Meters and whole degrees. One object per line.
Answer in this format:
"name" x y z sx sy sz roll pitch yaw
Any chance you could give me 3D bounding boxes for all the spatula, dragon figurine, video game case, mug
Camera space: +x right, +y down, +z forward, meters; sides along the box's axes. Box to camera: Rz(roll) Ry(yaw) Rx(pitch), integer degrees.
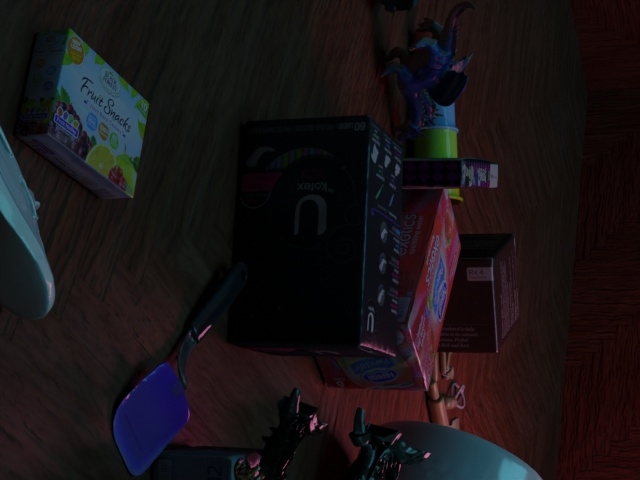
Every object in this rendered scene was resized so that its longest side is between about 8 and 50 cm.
"spatula" -0.136 0.114 1.177 0.296 0.030 0.084 -64 143 -50
"dragon figurine" 0.195 -0.277 1.826 0.144 0.289 0.085 36 41 -16
"video game case" 0.108 -0.091 1.544 0.210 0.232 0.042 -8 98 -69
"mug" 0.126 0.477 1.563 0.374 0.276 0.328 111 3 -59

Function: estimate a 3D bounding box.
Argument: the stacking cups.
"stacking cups" 0.205 -0.221 2.003 0.096 0.096 0.316 25 64 -67

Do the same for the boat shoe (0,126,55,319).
"boat shoe" -0.247 -0.026 0.869 0.184 0.066 0.063 66 30 -26

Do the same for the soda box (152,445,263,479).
"soda box" -0.112 0.355 1.139 0.098 0.091 0.286 15 75 -69

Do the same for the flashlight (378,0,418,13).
"flashlight" 0.163 -0.468 1.889 0.304 0.103 0.103 -64 149 -52

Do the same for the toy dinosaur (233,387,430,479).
"toy dinosaur" -0.006 0.276 1.107 0.322 0.164 0.218 96 17 -69

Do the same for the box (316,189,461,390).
"box" 0.096 0.058 1.616 0.300 0.154 0.142 -71 152 -44

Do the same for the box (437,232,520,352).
"box" 0.246 0.088 1.974 0.203 0.168 0.167 -32 119 -65

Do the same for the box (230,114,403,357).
"box" 0.000 0.000 1.348 0.143 0.165 0.270 27 63 -67

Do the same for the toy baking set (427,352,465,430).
"toy baking set" 0.246 0.297 2.152 0.197 0.030 0.256 -57 140 -56

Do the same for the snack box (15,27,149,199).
"snack box" -0.207 -0.108 0.998 0.141 0.037 0.100 45 46 -61
